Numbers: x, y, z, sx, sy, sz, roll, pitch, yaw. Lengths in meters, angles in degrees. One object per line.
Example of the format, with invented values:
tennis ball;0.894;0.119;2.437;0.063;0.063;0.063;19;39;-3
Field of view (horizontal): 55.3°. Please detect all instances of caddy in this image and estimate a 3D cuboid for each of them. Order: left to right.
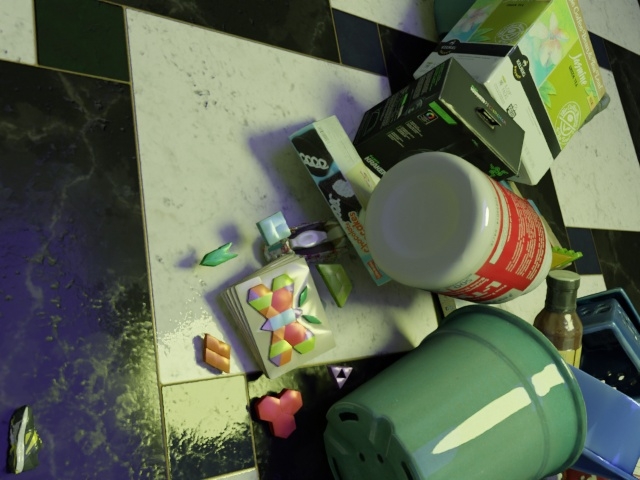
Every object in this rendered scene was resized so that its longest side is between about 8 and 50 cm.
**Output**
caddy;0.477;0.345;1.201;0.179;0.341;0.241;-60;147;-2

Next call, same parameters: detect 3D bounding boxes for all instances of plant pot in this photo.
plant pot;0.208;0.326;1.051;0.334;0.341;0.341;-20;87;-33
plant pot;0.413;-0.595;1.597;0.290;0.290;0.195;27;90;-30
plant pot;0.680;0.260;1.511;0.236;0.236;0.212;56;42;-9

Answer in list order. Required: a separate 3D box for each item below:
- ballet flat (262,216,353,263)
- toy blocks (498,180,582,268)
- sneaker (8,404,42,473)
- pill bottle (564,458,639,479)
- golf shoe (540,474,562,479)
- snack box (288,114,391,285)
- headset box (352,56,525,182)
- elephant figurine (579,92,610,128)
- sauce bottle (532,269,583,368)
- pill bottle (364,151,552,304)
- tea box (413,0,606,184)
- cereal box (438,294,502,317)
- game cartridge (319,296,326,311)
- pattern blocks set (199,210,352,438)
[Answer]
ballet flat;0.000;0.000;1.143;0.241;0.077;0.091;-19;84;-42
toy blocks;0.464;-0.027;1.467;0.381;0.191;0.260;-1;60;-57
sneaker;-0.374;0.253;0.779;0.035;0.031;0.083;18;67;-49
pill bottle;0.651;0.569;1.330;0.224;0.224;0.392;49;34;-15
golf shoe;0.487;0.538;1.326;0.140;0.115;0.306;6;71;-41
snack box;0.067;-0.086;1.190;0.321;0.060;0.187;59;20;-6
headset box;0.254;-0.213;1.291;0.246;0.283;0.131;38;54;-24
elephant figurine;0.767;-0.469;1.917;0.169;0.186;0.239;-37;88;2
sauce bottle;0.532;0.237;1.380;0.111;0.111;0.344;-14;112;-42
pill bottle;0.279;-0.002;1.131;0.408;0.229;0.228;17;63;-51
tea box;0.450;-0.367;1.425;0.323;0.220;0.329;-52;129;-12
cereal box;0.331;0.096;1.398;0.173;0.047;0.240;-9;80;-43
game cartridge;-0.027;0.118;1.118;0.083;0.017;0.056;31;60;-28
pattern blocks set;-0.064;0.130;1.021;0.285;0.026;0.324;-39;102;-23
